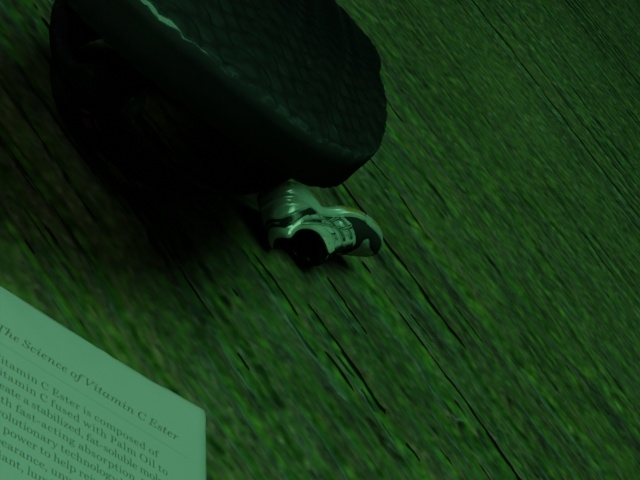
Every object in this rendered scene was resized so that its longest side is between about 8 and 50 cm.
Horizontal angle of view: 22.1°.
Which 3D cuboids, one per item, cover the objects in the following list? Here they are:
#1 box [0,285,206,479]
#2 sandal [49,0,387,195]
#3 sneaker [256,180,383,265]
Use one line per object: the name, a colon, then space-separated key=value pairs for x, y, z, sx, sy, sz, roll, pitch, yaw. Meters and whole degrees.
box: x=-0.105 y=0.095 z=0.422 sx=0.130 sy=0.091 sz=0.170 roll=36 pitch=26 yaw=-26
sandal: x=-0.050 y=-0.084 z=0.815 sx=0.167 sy=0.107 sz=0.446 roll=47 pitch=10 yaw=-1
sneaker: x=0.000 y=0.000 z=0.841 sx=0.083 sy=0.032 sz=0.037 roll=20 pitch=49 yaw=-40
